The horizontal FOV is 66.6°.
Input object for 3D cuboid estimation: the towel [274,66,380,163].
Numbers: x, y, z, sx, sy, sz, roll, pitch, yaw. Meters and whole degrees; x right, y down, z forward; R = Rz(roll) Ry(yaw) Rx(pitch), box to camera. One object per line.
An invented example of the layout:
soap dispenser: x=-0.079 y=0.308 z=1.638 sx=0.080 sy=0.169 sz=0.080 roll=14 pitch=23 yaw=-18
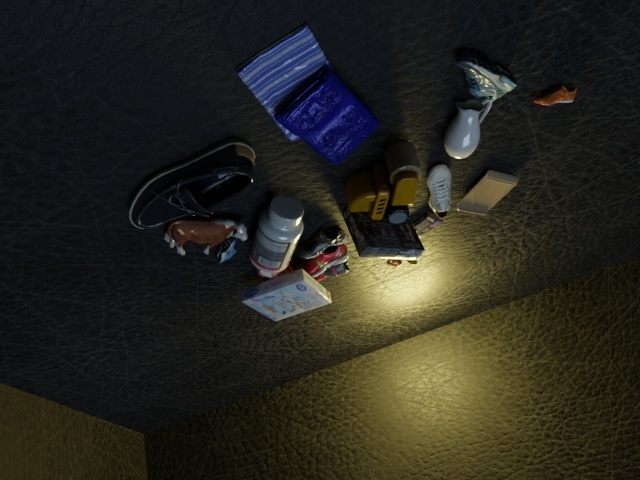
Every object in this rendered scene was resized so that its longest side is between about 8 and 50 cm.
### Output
towel: x=0.032 y=-0.379 z=1.551 sx=0.228 sy=0.076 sz=0.308 roll=-37 pitch=142 yaw=20

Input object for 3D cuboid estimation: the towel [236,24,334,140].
towel: x=-0.069 y=-0.459 z=1.481 sx=0.243 sy=0.040 sz=0.336 roll=-28 pitch=145 yaw=12

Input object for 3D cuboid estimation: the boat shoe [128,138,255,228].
boat shoe: x=-0.432 y=-0.157 z=1.626 sx=0.501 sy=0.155 sz=0.187 roll=-26 pitch=148 yaw=12

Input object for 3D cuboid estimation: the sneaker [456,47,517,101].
sneaker: x=0.536 y=-0.533 z=1.620 sx=0.283 sy=0.110 sz=0.122 roll=11 pitch=139 yaw=-37

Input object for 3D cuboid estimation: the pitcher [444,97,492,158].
pitcher: x=0.548 y=-0.418 z=1.794 sx=0.178 sy=0.125 sz=0.207 roll=-22 pitch=138 yaw=-25

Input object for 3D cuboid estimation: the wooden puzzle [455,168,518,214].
wooden puzzle: x=0.763 y=-0.223 z=2.242 sx=0.221 sy=0.044 sz=0.238 roll=6 pitch=134 yaw=-33

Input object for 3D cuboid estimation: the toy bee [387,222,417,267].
toy bee: x=0.358 y=0.061 z=2.322 sx=0.196 sy=0.162 sz=0.298 roll=7 pitch=146 yaw=21

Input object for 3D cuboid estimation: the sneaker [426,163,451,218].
sneaker: x=0.521 y=-0.202 z=2.072 sx=0.106 sy=0.123 sz=0.290 roll=-19 pitch=145 yaw=2

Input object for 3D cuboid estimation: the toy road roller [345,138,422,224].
toy road roller: x=0.227 y=-0.213 z=1.847 sx=0.241 sy=0.202 sz=0.329 roll=-1 pitch=144 yaw=-7

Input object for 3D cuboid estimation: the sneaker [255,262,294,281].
sneaker: x=-0.206 y=0.120 z=2.195 sx=0.145 sy=0.090 sz=0.270 roll=-21 pitch=150 yaw=0

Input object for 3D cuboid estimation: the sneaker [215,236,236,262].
sneaker: x=-0.380 y=0.027 z=2.015 sx=0.073 sy=0.063 sz=0.162 roll=-15 pitch=155 yaw=-40

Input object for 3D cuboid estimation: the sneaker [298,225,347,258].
sneaker: x=0.000 y=0.000 z=2.142 sx=0.235 sy=0.078 sz=0.106 roll=-24 pitch=144 yaw=1

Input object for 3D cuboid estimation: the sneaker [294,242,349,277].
sneaker: x=-0.009 y=0.076 z=2.245 sx=0.279 sy=0.107 sz=0.118 roll=-29 pitch=131 yaw=4

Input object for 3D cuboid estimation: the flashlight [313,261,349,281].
flashlight: x=-0.010 y=0.178 z=2.361 sx=0.304 sy=0.103 sz=0.103 roll=-31 pitch=146 yaw=16

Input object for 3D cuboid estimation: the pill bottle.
pill bottle: x=-0.169 y=-0.027 z=1.921 sx=0.177 sy=0.176 sz=0.318 roll=-3 pitch=143 yaw=-24

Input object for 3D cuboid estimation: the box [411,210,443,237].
box: x=0.489 y=-0.072 z=2.324 sx=0.162 sy=0.029 sz=0.116 roll=-37 pitch=143 yaw=27

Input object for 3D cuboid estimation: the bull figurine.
bull figurine: x=-0.437 y=-0.026 z=1.856 sx=0.311 sy=0.101 sz=0.188 roll=7 pitch=140 yaw=-35

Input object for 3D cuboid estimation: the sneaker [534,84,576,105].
sneaker: x=0.879 y=-0.547 z=1.829 sx=0.175 sy=0.064 sz=0.067 roll=-15 pitch=127 yaw=-15

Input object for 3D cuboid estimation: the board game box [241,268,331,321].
board game box: x=-0.155 y=0.265 z=2.293 sx=0.318 sy=0.065 sz=0.318 roll=-20 pitch=148 yaw=15

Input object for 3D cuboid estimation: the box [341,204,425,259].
box: x=0.267 y=-0.038 z=2.069 sx=0.308 sy=0.242 sz=0.076 roll=3 pitch=140 yaw=-31
